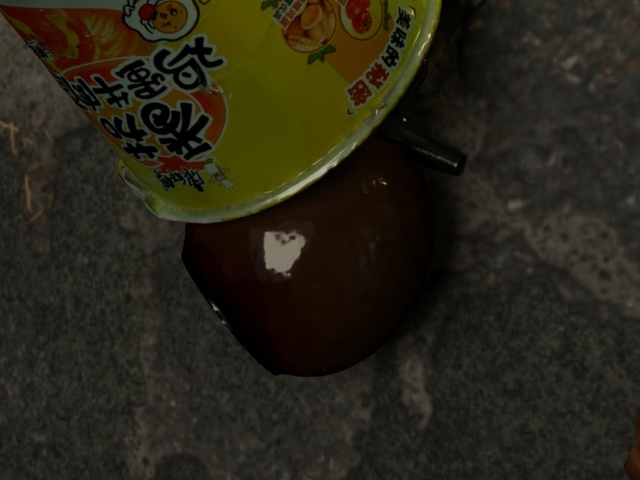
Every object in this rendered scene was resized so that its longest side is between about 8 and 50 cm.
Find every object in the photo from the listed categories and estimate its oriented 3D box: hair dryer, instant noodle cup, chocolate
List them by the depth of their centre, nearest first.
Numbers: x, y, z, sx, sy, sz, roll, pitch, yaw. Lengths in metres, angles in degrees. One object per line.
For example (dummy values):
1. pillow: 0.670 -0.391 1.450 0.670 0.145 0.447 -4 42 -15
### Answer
1. instant noodle cup: -0.079 -0.171 1.210 0.264 0.200 0.264 -24 42 23
2. chocolate: 0.000 0.000 1.269 0.177 0.177 0.176 2 93 34
3. hair dryer: 0.070 -0.090 1.287 0.079 0.031 0.083 21 96 21

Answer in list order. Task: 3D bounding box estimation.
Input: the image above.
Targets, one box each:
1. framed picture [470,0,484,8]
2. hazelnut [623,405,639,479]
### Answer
1. framed picture: 0.126 -0.266 1.246 0.183 0.011 0.142 -42 70 28
2. hazelnut: 0.224 0.135 1.165 0.086 0.086 0.086 2 93 34
